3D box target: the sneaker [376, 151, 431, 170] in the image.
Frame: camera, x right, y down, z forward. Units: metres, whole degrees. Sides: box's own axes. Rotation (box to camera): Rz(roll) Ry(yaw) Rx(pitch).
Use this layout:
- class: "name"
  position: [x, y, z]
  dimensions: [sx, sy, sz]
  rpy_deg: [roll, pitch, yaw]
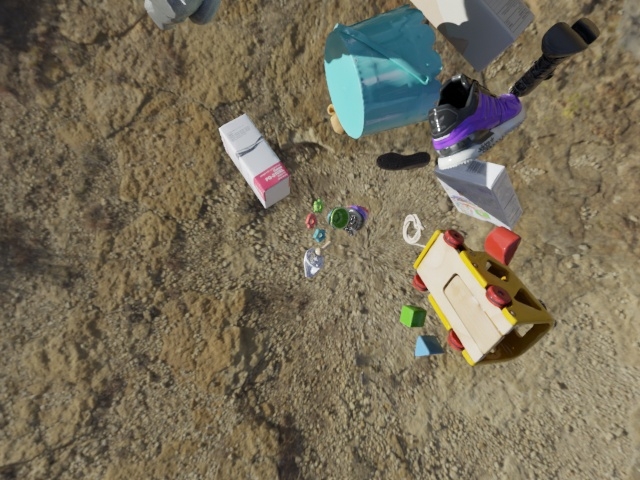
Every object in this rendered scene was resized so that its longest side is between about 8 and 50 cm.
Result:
- class: "sneaker"
  position: [0.285, -0.264, 1.419]
  dimensions: [0.188, 0.071, 0.067]
  rpy_deg: [-3, 76, 0]

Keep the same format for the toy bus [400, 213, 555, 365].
- class: "toy bus"
  position: [0.207, 0.063, 0.547]
  dimensions: [0.104, 0.190, 0.203]
  rpy_deg: [4, 87, -27]

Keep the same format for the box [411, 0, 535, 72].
- class: "box"
  position: [0.343, -0.579, 0.978]
  dimensions: [0.311, 0.121, 0.148]
  rpy_deg: [46, 61, -5]

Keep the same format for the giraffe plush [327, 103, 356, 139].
- class: "giraffe plush"
  position: [0.096, -0.392, 1.240]
  dimensions: [0.170, 0.210, 0.182]
  rpy_deg: [-30, 79, 48]

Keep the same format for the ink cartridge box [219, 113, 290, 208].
- class: "ink cartridge box"
  position: [-0.196, -0.239, 1.250]
  dimensions: [0.100, 0.172, 0.237]
  rpy_deg: [-34, 83, -11]

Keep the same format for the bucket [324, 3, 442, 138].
- class: "bucket"
  position: [0.133, -0.381, 0.950]
  dimensions: [0.182, 0.281, 0.282]
  rpy_deg: [-19, 86, -9]

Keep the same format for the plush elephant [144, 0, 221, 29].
- class: "plush elephant"
  position: [-0.230, -0.546, 0.723]
  dimensions: [0.255, 0.272, 0.330]
  rpy_deg: [-48, 51, -5]

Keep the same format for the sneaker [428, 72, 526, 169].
- class: "sneaker"
  position: [0.305, -0.263, 0.803]
  dimensions: [0.293, 0.102, 0.146]
  rpy_deg: [-39, 107, -36]

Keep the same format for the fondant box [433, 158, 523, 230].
- class: "fondant box"
  position: [0.601, -0.184, 1.548]
  dimensions: [0.238, 0.330, 0.096]
  rpy_deg: [30, 84, 43]

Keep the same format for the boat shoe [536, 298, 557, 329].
- class: "boat shoe"
  position: [0.535, 0.168, 1.018]
  dimensions: [0.049, 0.152, 0.056]
  rpy_deg: [-32, 111, 0]

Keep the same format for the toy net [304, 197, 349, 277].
- class: "toy net"
  position: [0.000, 0.000, 1.207]
  dimensions: [0.045, 0.122, 0.233]
  rpy_deg: [16, 85, 51]

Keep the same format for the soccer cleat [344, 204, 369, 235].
- class: "soccer cleat"
  position: [0.145, -0.101, 1.618]
  dimensions: [0.108, 0.318, 0.116]
  rpy_deg: [44, 83, 6]

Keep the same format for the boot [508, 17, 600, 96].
- class: "boot"
  position: [0.599, -0.465, 1.097]
  dimensions: [0.262, 0.229, 0.091]
  rpy_deg: [-28, 79, -31]
